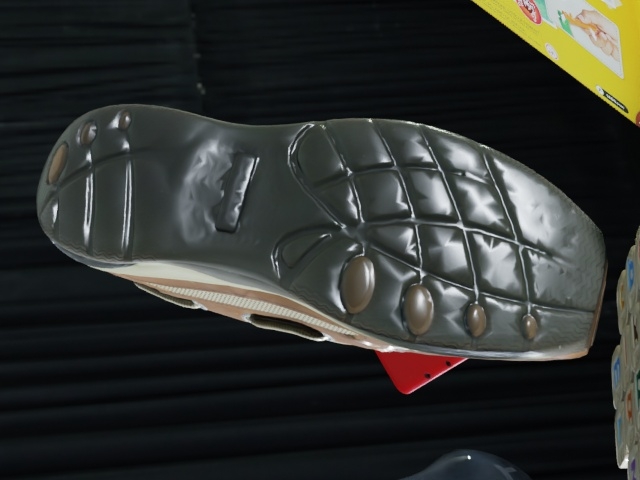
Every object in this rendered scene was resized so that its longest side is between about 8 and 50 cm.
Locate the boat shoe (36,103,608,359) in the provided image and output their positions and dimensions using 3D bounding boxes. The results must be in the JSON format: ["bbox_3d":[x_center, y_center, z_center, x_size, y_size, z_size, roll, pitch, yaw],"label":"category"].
[{"bbox_3d":[0.000,0.000,0.606,0.120,0.323,0.123,62,44,-65],"label":"boat shoe"}]

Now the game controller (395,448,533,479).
[{"bbox_3d":[-0.043,0.168,0.504,0.166,0.319,0.067,48,27,-68],"label":"game controller"}]

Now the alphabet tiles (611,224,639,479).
[{"bbox_3d":[0.344,0.135,1.105,0.284,0.021,0.278,81,12,-60],"label":"alphabet tiles"}]

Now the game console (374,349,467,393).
[{"bbox_3d":[0.099,0.051,0.955,0.144,0.085,0.124,-43,-165,52],"label":"game console"}]

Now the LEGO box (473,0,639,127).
[{"bbox_3d":[0.248,-0.378,1.066,0.500,0.193,0.372,51,-4,42],"label":"LEGO box"}]
